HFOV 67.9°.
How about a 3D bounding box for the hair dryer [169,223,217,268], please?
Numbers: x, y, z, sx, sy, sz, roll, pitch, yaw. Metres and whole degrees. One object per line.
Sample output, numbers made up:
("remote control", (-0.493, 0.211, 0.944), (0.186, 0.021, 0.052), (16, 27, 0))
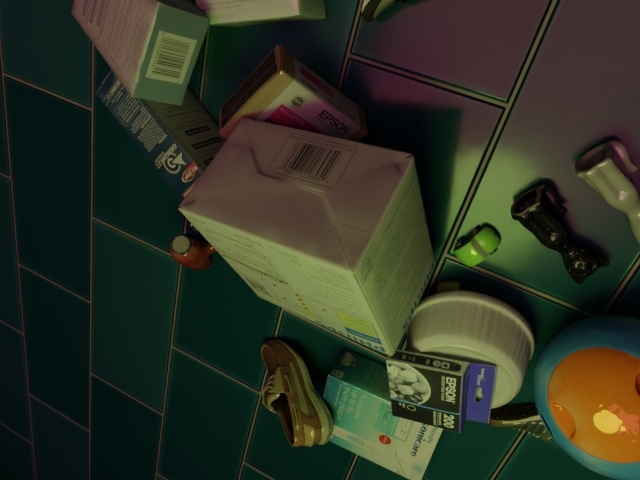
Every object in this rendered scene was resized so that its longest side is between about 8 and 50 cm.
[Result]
("hair dryer", (-0.262, 0.023, 1.198), (0.293, 0.224, 0.080), (-28, 60, 51))

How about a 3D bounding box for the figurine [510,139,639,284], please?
("figurine", (0.504, -0.040, 0.871), (0.209, 0.092, 0.215), (46, 122, -9))

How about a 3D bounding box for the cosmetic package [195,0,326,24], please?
("cosmetic package", (-0.121, -0.536, 0.901), (0.224, 0.138, 0.224), (5, 112, 22))

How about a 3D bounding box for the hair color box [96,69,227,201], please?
("hair color box", (-0.326, -0.242, 1.101), (0.105, 0.174, 0.347), (-36, 94, 32))

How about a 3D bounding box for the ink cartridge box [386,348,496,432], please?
("ink cartridge box", (0.246, 0.317, 0.983), (0.208, 0.045, 0.206), (5, 131, 20))

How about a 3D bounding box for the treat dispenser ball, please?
("treat dispenser ball", (0.544, 0.281, 0.865), (0.288, 0.288, 0.288), (10, 115, 21))

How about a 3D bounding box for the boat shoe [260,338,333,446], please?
("boat shoe", (-0.089, 0.383, 1.222), (0.324, 0.117, 0.123), (48, 134, 44))

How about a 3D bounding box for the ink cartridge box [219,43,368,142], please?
("ink cartridge box", (-0.053, -0.240, 0.956), (0.235, 0.088, 0.193), (26, 133, -36))

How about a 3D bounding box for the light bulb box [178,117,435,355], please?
("light bulb box", (0.000, 0.000, 0.900), (0.358, 0.225, 0.361), (20, 157, 28))

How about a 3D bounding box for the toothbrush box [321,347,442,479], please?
("toothbrush box", (0.153, 0.442, 1.210), (0.296, 0.126, 0.216), (20, 119, 14))

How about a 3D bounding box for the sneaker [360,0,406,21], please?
("sneaker", (0.187, -0.459, 0.818), (0.272, 0.100, 0.108), (-25, 105, 31))

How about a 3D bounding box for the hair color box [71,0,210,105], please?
("hair color box", (-0.383, -0.461, 0.977), (0.374, 0.114, 0.185), (49, 124, 29))

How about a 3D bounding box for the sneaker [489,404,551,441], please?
("sneaker", (0.488, 0.421, 1.081), (0.192, 0.064, 0.086), (-20, 97, 27))

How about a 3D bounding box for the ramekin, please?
("ramekin", (0.307, 0.244, 1.010), (0.273, 0.127, 0.272), (13, 133, 15))

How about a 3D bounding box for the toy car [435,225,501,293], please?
("toy car", (0.282, 0.051, 1.021), (0.239, 0.053, 0.225), (47, 123, -1))
